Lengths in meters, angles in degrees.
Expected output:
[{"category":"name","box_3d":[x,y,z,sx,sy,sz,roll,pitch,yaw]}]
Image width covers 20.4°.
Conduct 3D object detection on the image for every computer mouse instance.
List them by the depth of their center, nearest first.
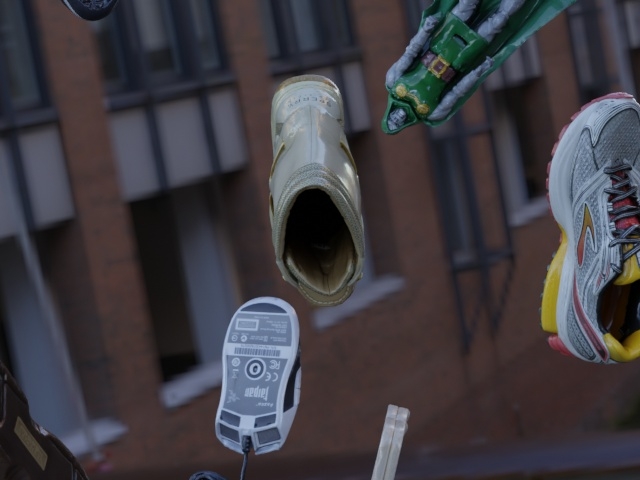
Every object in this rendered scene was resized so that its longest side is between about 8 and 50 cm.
[{"category":"computer mouse","box_3d":[-0.050,0.144,1.491,0.106,0.193,0.042,3,-16,23]}]

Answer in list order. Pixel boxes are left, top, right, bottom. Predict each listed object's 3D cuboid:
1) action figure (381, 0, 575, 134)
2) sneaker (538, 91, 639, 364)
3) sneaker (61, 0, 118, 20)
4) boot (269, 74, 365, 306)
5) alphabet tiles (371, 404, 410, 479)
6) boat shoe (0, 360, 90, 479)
[{"category":"action figure","box_3d":[0.139,-0.199,1.812,0.232,0.137,0.063,-52,-3,13]},{"category":"sneaker","box_3d":[0.240,-0.008,1.433,0.088,0.225,0.092,-10,18,-32]},{"category":"sneaker","box_3d":[-0.304,-0.334,2.059,0.084,0.235,0.097,-20,-24,-29]},{"category":"boot","box_3d":[0.000,0.000,1.715,0.095,0.262,0.203,-4,36,-1]},{"category":"alphabet tiles","box_3d":[0.028,0.271,1.355,0.021,0.284,0.278,12,2,3]},{"category":"boat shoe","box_3d":[-0.235,0.176,1.280,0.095,0.257,0.095,-10,36,18]}]
